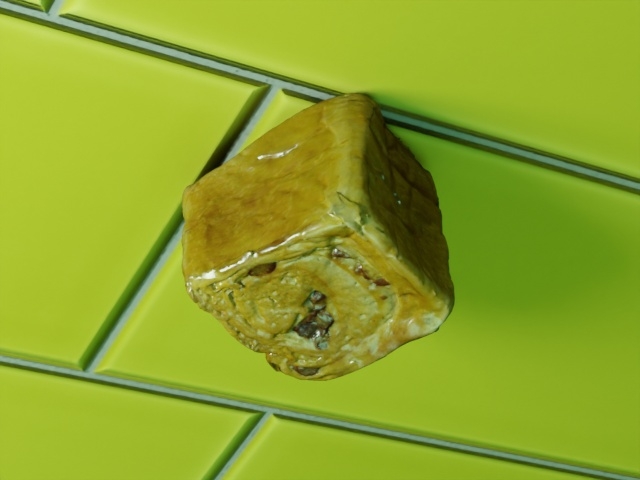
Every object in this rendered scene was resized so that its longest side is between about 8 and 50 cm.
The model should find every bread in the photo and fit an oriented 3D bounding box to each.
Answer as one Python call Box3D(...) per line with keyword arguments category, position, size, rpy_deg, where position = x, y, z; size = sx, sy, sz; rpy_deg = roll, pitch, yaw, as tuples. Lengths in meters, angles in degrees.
Box3D(category="bread", position=(0.000, 0.000, 1.242), size=(0.158, 0.143, 0.149), rpy_deg=(-26, 131, 15))
